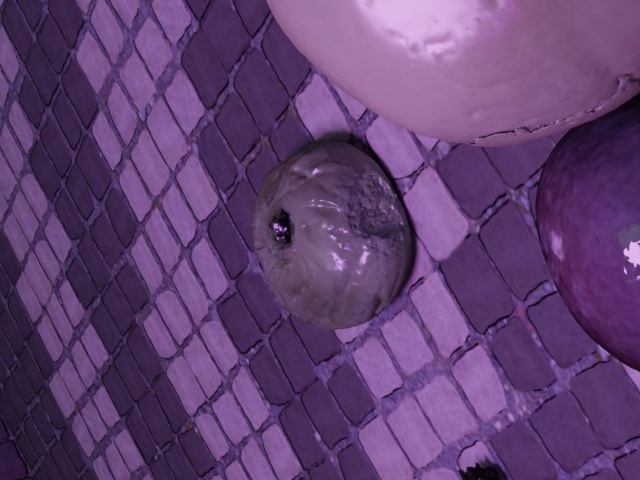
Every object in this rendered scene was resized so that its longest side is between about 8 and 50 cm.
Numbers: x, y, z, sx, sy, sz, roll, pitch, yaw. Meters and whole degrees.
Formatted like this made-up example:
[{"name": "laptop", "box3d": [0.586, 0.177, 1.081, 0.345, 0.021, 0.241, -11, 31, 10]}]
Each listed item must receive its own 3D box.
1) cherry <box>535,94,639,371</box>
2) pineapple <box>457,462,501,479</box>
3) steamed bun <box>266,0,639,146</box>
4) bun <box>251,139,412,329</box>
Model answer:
[{"name": "cherry", "box3d": [0.260, -0.004, 1.054, 0.266, 0.183, 0.213, -141, 47, -63]}, {"name": "pineapple", "box3d": [0.156, 0.304, 1.532, 0.074, 0.074, 0.159, 43, 139, 35]}, {"name": "steamed bun", "box3d": [0.135, -0.184, 0.976, 0.334, 0.312, 0.233, -23, 101, 44]}, {"name": "bun", "box3d": [-0.001, 0.001, 1.533, 0.221, 0.108, 0.221, 36, 138, 41]}]
